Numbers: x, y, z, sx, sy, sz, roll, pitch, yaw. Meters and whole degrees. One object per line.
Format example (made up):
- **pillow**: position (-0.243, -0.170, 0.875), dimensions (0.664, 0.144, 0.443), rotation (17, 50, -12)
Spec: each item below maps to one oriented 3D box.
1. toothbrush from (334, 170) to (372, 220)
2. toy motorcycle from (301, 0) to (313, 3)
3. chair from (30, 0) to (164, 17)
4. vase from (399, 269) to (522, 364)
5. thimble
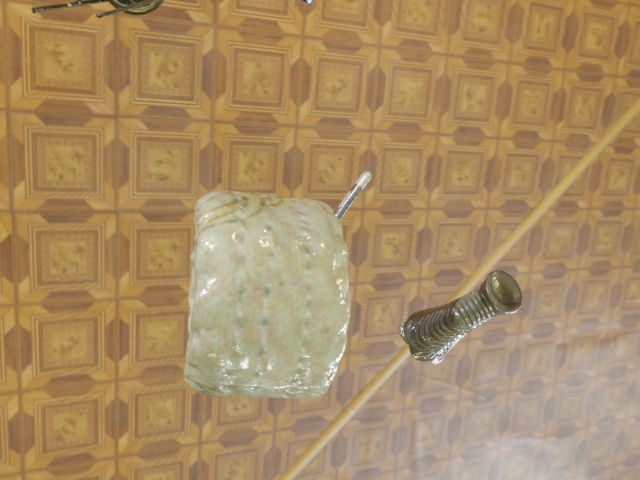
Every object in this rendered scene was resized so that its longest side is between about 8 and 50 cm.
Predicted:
- **toothbrush**: position (0.000, 0.000, 1.028), dimensions (0.026, 0.024, 0.288), rotation (36, 86, -25)
- **toy motorcycle**: position (-0.040, -0.439, 0.959), dimensions (0.205, 0.114, 0.076), rotation (25, 73, -38)
- **chair**: position (-0.297, -0.443, 0.960), dimensions (0.160, 0.325, 0.170), rotation (9, 117, 18)
- **vase**: position (0.255, 0.136, 1.102), dimensions (0.115, 0.237, 0.115), rotation (14, 58, -23)
- **thimble**: position (-0.080, 0.066, 0.825), dimensions (0.195, 0.291, 0.291), rotation (5, 103, -12)
